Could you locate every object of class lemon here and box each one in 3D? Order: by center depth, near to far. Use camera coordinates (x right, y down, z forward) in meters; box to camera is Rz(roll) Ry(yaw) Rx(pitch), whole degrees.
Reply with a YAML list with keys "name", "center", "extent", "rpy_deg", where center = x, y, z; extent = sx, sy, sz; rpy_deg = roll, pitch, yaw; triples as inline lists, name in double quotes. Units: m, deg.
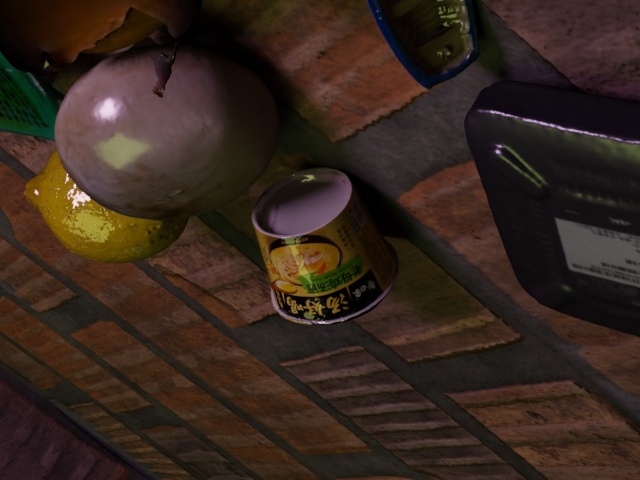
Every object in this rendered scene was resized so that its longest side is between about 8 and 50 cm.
- name: "lemon"
  center: [-0.244, -0.057, 1.407]
  extent: [0.206, 0.174, 0.173]
  rpy_deg: [2, 158, -10]

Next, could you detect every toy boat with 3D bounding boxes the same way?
- name: "toy boat"
  center: [0.061, -0.212, 0.899]
  extent: [0.229, 0.080, 0.046]
  rpy_deg: [57, -179, -43]

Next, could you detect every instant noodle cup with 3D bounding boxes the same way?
- name: "instant noodle cup"
  center: [0.000, 0.000, 1.290]
  extent: [0.151, 0.151, 0.122]
  rpy_deg: [13, 138, 37]

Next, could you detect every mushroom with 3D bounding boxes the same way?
- name: "mushroom"
  center: [-0.156, -0.118, 1.209]
  extent: [0.226, 0.178, 0.226]
  rpy_deg: [-10, 148, -6]

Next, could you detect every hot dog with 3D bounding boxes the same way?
- name: "hot dog"
  center: [-0.176, -0.237, 1.031]
  extent: [0.326, 0.107, 0.194]
  rpy_deg: [10, 135, 41]

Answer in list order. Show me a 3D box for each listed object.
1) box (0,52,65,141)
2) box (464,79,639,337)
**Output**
- name: "box"
  center: [-0.420, -0.246, 1.362]
  extent: [0.336, 0.106, 0.264]
  rpy_deg: [14, 149, 37]
- name: "box"
  center: [0.277, -0.009, 1.002]
  extent: [0.290, 0.073, 0.289]
  rpy_deg: [16, 151, 32]
